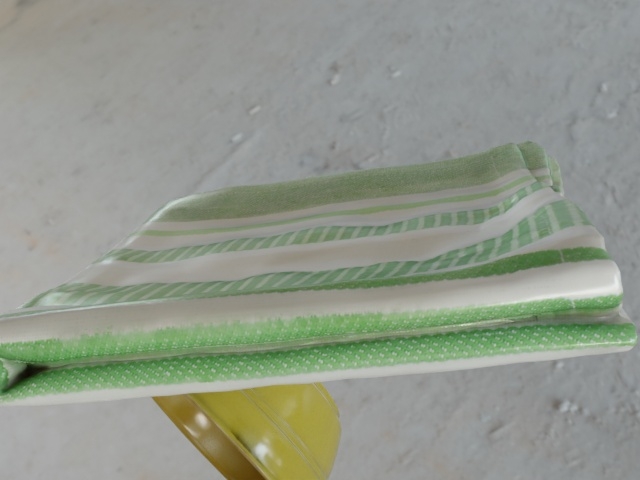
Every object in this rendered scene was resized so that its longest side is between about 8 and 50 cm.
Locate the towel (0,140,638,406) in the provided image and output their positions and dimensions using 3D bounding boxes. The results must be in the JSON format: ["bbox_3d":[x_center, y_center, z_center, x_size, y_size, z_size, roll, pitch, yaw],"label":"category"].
[{"bbox_3d":[0.000,0.000,0.496,0.248,0.038,0.325,-7,12,8],"label":"towel"}]

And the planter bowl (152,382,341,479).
[{"bbox_3d":[-0.049,0.136,0.841,0.090,0.217,0.217,-44,36,-18],"label":"planter bowl"}]
